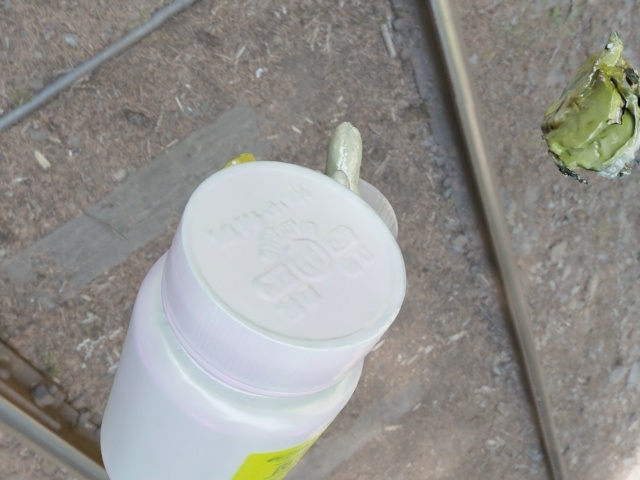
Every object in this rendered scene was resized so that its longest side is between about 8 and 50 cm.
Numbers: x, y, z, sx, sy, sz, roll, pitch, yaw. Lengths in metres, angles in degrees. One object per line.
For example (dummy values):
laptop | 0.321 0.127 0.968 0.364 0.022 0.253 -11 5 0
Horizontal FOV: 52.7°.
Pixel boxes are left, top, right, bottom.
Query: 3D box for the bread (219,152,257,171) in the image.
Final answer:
bread | -0.211 -0.107 1.471 0.102 0.094 0.245 -21 171 -41

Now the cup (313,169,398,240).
cup | 0.017 0.007 1.262 0.288 0.208 0.273 94 22 -47

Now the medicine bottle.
medicine bottle | -0.084 0.119 0.623 0.213 0.214 0.379 -5 144 -30

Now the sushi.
sushi | 0.345 -0.155 0.759 0.291 0.131 0.139 -22 151 -55

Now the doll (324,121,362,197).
doll | 0.016 -0.048 1.051 0.175 0.149 0.278 22 73 -54
